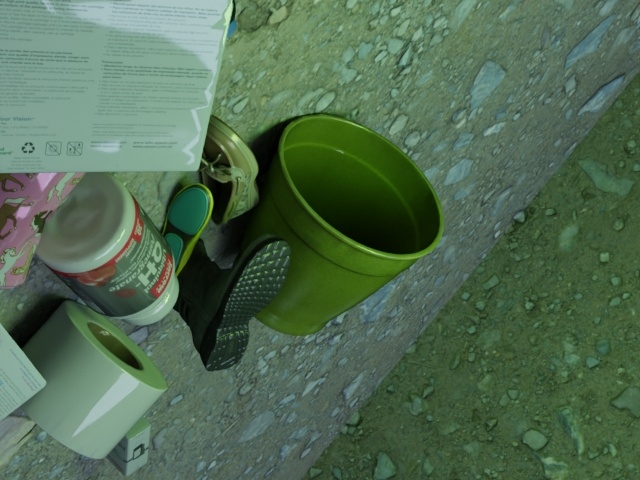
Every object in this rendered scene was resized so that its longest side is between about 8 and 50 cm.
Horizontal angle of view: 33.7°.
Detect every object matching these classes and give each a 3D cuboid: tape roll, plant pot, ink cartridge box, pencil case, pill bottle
[{"bbox_3d":[-0.420,0.247,1.890,0.169,0.246,0.246,-47,154,1],"label":"tape roll"},{"bbox_3d":[0.000,0.000,2.126,0.366,0.366,0.353,-17,153,-46],"label":"plant pot"},{"bbox_3d":[-0.284,-0.236,1.329,0.324,0.071,0.330,-2,126,-26],"label":"ink cartridge box"},{"bbox_3d":[-0.398,-0.119,1.510,0.160,0.167,0.386,29,105,-28],"label":"pencil case"},{"bbox_3d":[-0.426,0.421,2.278,0.063,0.109,0.150,-32,151,-36],"label":"ink cartridge box"},{"bbox_3d":[-0.347,0.027,1.770,0.176,0.176,0.318,-43,154,-9],"label":"pill bottle"}]

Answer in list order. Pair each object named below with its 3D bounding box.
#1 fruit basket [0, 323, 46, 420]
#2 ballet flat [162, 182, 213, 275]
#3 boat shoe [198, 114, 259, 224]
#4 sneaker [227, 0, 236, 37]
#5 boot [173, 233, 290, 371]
[{"bbox_3d":[-0.636,0.236,1.616,0.353,0.165,0.327,-42,142,-18],"label":"fruit basket"},{"bbox_3d":[-0.253,-0.025,1.979,0.231,0.077,0.077,-61,173,31],"label":"ballet flat"},{"bbox_3d":[-0.174,-0.118,1.916,0.089,0.104,0.285,-43,155,-17],"label":"boat shoe"},{"bbox_3d":[-0.206,-0.311,1.594,0.232,0.081,0.090,-55,156,-35],"label":"sneaker"},{"bbox_3d":[-0.197,0.067,2.014,0.118,0.223,0.338,0,133,-42],"label":"boot"}]
